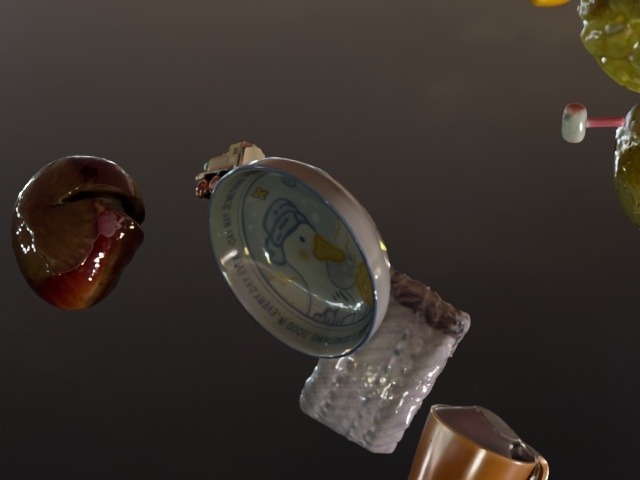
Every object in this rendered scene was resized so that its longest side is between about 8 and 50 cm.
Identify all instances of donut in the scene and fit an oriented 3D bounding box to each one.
[{"bbox_3d":[0.531,-0.090,2.090,0.272,0.272,0.107,11,-133,20],"label":"donut"}]

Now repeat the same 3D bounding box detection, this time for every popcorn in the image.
[{"bbox_3d":[0.361,-0.244,1.612,0.142,0.173,0.173,-14,-154,-33],"label":"popcorn"}]

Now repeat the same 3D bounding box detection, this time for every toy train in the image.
[{"bbox_3d":[-0.148,-0.107,2.395,0.050,0.087,0.138,23,158,-36],"label":"toy train"}]

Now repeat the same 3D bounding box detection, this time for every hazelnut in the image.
[{"bbox_3d":[-0.390,-0.008,2.408,0.217,0.251,0.217,7,159,3],"label":"hazelnut"}]

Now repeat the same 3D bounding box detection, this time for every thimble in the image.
[{"bbox_3d":[0.089,0.168,2.059,0.157,0.245,0.217,29,-150,5],"label":"thimble"}]

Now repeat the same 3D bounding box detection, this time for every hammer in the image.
[{"bbox_3d":[0.354,-0.153,1.925,0.083,0.052,0.031,-3,-145,-5],"label":"hammer"}]

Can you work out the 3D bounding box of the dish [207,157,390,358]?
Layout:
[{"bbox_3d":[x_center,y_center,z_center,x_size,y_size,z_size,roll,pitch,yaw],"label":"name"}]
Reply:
[{"bbox_3d":[0.000,0.000,1.881,0.273,0.273,0.134,19,-139,36],"label":"dish"}]

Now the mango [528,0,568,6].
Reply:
[{"bbox_3d":[0.314,-0.405,1.926,0.138,0.257,0.187,17,163,1],"label":"mango"}]

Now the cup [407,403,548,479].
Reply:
[{"bbox_3d":[0.228,0.396,2.318,0.226,0.264,0.182,21,-169,-24],"label":"cup"}]
